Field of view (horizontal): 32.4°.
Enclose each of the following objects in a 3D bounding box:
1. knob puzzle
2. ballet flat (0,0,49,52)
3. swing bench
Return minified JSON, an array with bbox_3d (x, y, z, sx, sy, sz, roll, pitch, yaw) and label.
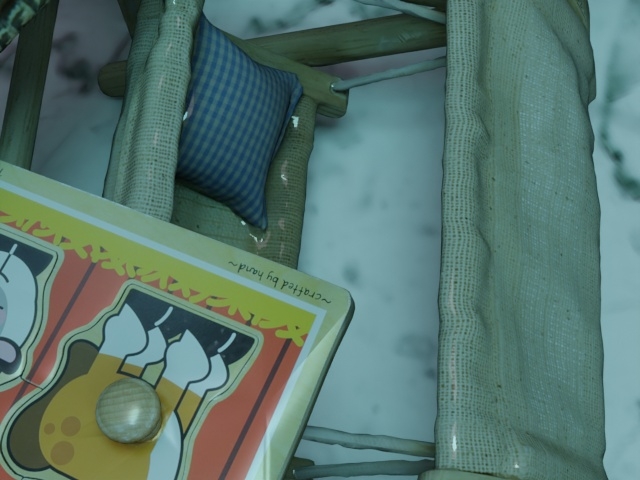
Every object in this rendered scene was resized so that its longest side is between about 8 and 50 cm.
[{"bbox_3d":[-0.106,0.069,0.334,0.213,0.030,0.213,-3,67,6],"label":"knob puzzle"},{"bbox_3d":[-0.228,-0.004,0.335,0.164,0.182,0.482,43,70,-18],"label":"ballet flat"},{"bbox_3d":[0.000,0.000,0.464,0.255,0.165,0.253,1,68,4],"label":"swing bench"}]
